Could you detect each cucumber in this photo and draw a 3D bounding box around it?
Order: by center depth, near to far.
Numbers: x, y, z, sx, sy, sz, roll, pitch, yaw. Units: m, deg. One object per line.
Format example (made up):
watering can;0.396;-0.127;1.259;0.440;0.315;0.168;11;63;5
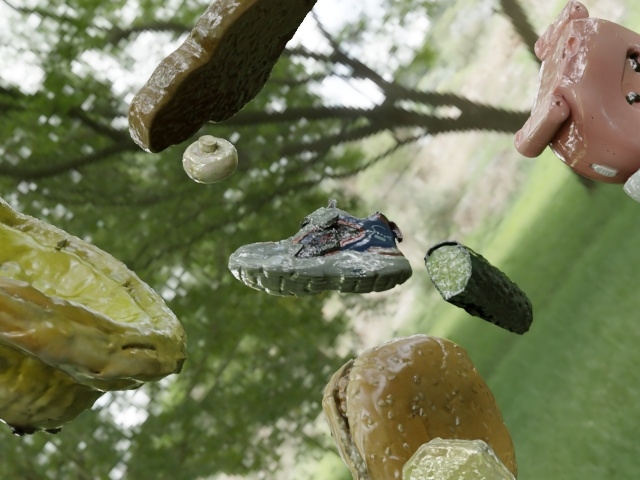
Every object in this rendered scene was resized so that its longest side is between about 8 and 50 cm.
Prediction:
cucumber;0.213;0.056;1.665;0.062;0.078;0.211;-37;-32;22

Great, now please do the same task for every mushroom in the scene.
mushroom;-0.164;-0.123;1.988;0.083;0.083;0.067;-46;-35;-45

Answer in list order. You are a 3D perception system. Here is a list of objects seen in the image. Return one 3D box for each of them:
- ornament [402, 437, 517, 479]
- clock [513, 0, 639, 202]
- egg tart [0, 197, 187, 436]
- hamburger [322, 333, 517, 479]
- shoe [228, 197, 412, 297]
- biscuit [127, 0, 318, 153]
ornament;0.168;0.303;1.334;0.059;0.180;0.201;11;-100;-67
clock;0.271;-0.123;1.184;0.093;0.162;0.166;125;164;-58
egg tart;-0.279;0.055;1.146;0.132;0.345;0.345;-57;-8;5
hamburger;0.144;0.272;1.850;0.259;0.283;0.144;-18;-9;-45
shoe;0.000;0.000;1.651;0.099;0.227;0.126;97;174;-73
biscuit;-0.069;-0.210;1.334;0.320;0.047;0.183;-47;-12;3
